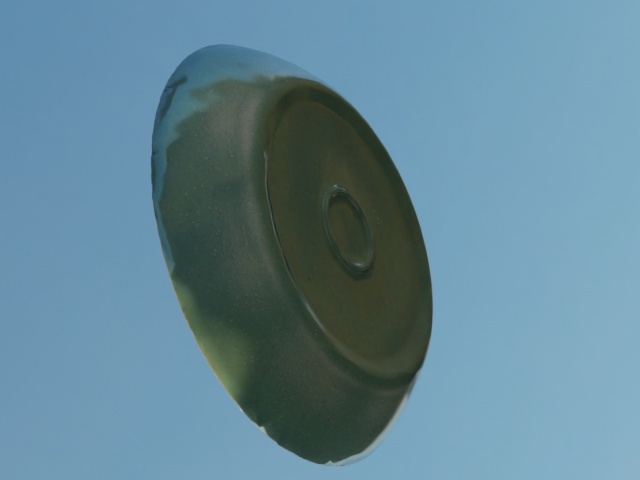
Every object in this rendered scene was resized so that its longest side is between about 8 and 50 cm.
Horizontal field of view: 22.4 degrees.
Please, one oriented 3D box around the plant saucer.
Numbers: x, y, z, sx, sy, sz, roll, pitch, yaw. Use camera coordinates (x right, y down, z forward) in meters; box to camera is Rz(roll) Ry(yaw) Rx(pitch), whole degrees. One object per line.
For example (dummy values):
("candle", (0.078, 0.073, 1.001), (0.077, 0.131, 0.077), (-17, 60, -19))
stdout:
("plant saucer", (0.000, 0.000, 0.435), (0.119, 0.021, 0.119), (37, -137, -45))
